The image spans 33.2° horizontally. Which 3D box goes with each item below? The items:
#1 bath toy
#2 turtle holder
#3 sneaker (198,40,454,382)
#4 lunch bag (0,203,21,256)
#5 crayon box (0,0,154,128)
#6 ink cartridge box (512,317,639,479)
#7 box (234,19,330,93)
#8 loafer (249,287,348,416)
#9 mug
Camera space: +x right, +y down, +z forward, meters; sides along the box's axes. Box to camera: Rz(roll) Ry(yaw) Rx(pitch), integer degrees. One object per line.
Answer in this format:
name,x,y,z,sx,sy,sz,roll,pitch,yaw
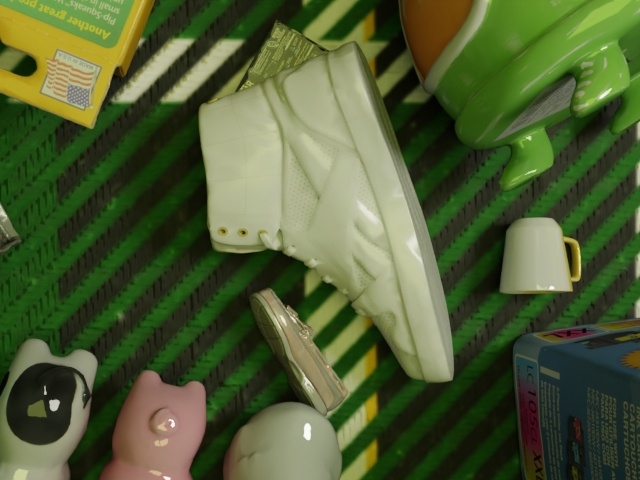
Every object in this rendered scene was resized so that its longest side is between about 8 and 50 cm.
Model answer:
bath toy,-0.155,0.182,0.855,0.348,0.129,0.151,12,125,-8
turtle holder,0.208,-0.214,0.832,0.320,0.243,0.227,-33,80,4
sneaker,0.000,0.000,0.891,0.169,0.108,0.292,-18,104,11
lunch bag,-0.363,0.001,0.736,0.235,0.287,0.168,-29,97,-5
crayon box,-0.211,-0.271,0.846,0.203,0.083,0.322,22,89,-8
ink cartridge box,0.332,0.143,0.784,0.270,0.395,0.151,-7,94,-8
box,-0.030,-0.134,0.910,0.067,0.018,0.083,29,89,-8
loafer,-0.018,0.091,0.915,0.039,0.045,0.125,-32,104,-22
mug,0.188,0.014,0.936,0.062,0.078,0.064,-4,84,25
